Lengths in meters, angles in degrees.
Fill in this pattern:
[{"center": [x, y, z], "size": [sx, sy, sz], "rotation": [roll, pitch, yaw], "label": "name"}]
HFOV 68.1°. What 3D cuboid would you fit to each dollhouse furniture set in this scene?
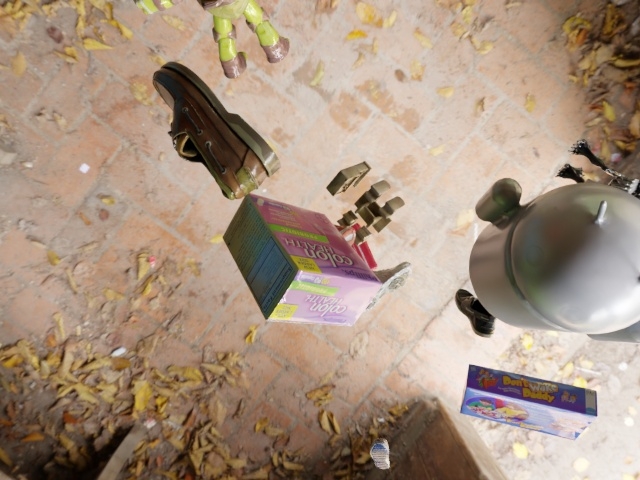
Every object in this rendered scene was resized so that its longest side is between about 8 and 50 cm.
[{"center": [0.164, -0.146, 1.684], "size": [0.242, 0.161, 0.212], "rotation": [51, 131, 9], "label": "dollhouse furniture set"}]

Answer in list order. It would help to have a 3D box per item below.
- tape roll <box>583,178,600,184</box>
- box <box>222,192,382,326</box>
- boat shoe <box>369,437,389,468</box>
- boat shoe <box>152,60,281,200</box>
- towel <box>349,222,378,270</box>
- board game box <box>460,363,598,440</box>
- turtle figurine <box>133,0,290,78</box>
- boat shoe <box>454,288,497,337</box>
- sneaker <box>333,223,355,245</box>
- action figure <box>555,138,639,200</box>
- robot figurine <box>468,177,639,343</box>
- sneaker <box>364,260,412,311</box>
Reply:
[{"center": [0.493, -0.009, 0.928], "size": [0.072, 0.219, 0.219], "rotation": [33, 96, 20], "label": "tape roll"}, {"center": [-0.041, 0.038, 0.927], "size": [0.213, 0.243, 0.117], "rotation": [13, 119, -41], "label": "box"}, {"center": [0.213, 0.749, 1.699], "size": [0.066, 0.066, 0.183], "rotation": [0, 132, 10], "label": "boat shoe"}, {"center": [-0.202, -0.186, 0.776], "size": [0.104, 0.111, 0.307], "rotation": [-42, 63, -10], "label": "boat shoe"}, {"center": [0.061, 0.072, 1.807], "size": [0.274, 0.031, 0.199], "rotation": [-25, 98, 6], "label": "towel"}, {"center": [0.613, 0.492, 1.434], "size": [0.346, 0.233, 0.078], "rotation": [9, 55, 17], "label": "board game box"}, {"center": [-0.112, -0.334, 0.628], "size": [0.269, 0.217, 0.087], "rotation": [-30, 53, -1], "label": "turtle figurine"}, {"center": [0.501, 0.215, 1.526], "size": [0.083, 0.233, 0.079], "rotation": [0, 115, -6], "label": "boat shoe"}, {"center": [0.000, 0.000, 1.522], "size": [0.128, 0.221, 0.087], "rotation": [19, 114, 39], "label": "sneaker"}, {"center": [0.656, -0.096, 1.051], "size": [0.140, 0.164, 0.276], "rotation": [-22, 56, -30], "label": "action figure"}, {"center": [0.349, 0.033, 0.699], "size": [0.300, 0.353, 0.200], "rotation": [44, 83, 5], "label": "robot figurine"}, {"center": [0.190, 0.126, 1.553], "size": [0.232, 0.115, 0.090], "rotation": [-34, 138, 2], "label": "sneaker"}]
